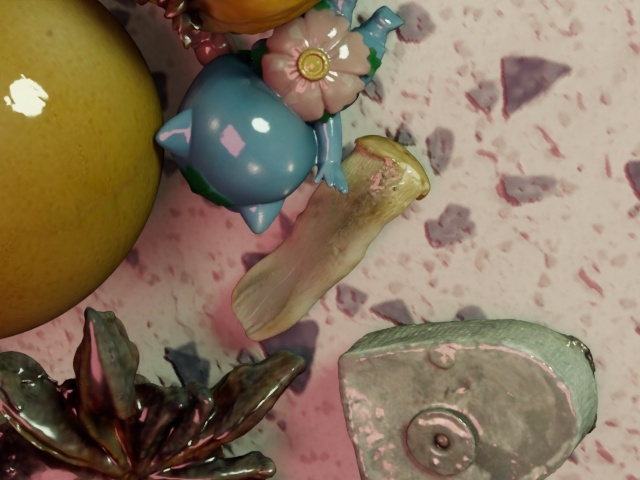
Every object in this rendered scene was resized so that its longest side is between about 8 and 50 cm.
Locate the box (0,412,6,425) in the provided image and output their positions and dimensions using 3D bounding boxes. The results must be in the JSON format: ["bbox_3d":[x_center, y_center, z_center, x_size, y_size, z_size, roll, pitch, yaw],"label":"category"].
[{"bbox_3d":[-0.371,0.237,0.977,0.190,0.225,0.297,-20,71,28],"label":"box"}]

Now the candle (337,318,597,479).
[{"bbox_3d":[0.089,0.124,0.881,0.168,0.068,0.192,37,114,10],"label":"candle"}]

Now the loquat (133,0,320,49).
[{"bbox_3d":[-0.048,-0.227,0.760,0.187,0.176,0.234,14,86,52],"label":"loquat"}]

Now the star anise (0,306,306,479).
[{"bbox_3d":[-0.133,0.152,0.943,0.283,0.129,0.212,23,132,-21],"label":"star anise"}]

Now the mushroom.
[{"bbox_3d":[0.002,0.003,0.894,0.059,0.054,0.202,47,124,10],"label":"mushroom"}]

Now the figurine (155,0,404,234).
[{"bbox_3d":[-0.026,-0.102,0.846,0.178,0.144,0.114,-46,121,9],"label":"figurine"}]

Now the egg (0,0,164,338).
[{"bbox_3d":[-0.243,-0.054,0.864,0.250,0.250,0.322,54,144,0],"label":"egg"}]
